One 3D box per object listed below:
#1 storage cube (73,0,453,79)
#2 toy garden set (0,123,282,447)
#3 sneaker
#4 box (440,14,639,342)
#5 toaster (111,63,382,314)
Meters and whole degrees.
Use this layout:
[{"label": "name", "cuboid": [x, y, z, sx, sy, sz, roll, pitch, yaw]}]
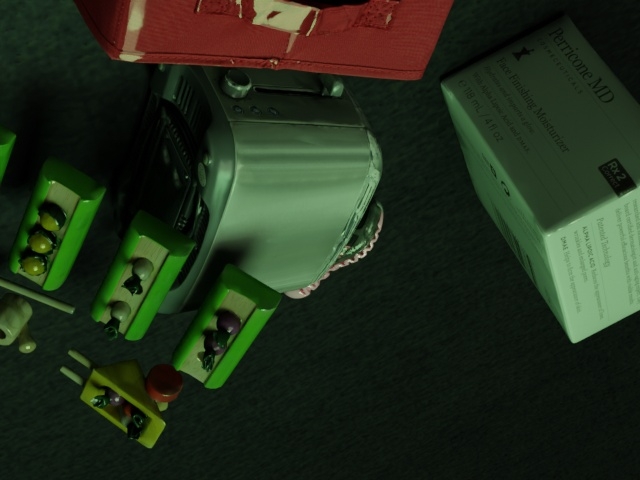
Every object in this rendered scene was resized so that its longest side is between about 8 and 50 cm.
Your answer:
[{"label": "storage cube", "cuboid": [-0.030, -0.215, 0.597, 0.183, 0.215, 0.193, -1, 130, -30]}, {"label": "toy garden set", "cuboid": [-0.176, 0.045, 0.829, 0.244, 0.049, 0.204, 31, 136, -4]}, {"label": "sneaker", "cuboid": [0.000, 0.000, 1.017, 0.119, 0.047, 0.057, -40, 130, 15]}, {"label": "box", "cuboid": [0.202, -0.047, 0.964, 0.119, 0.181, 0.182, -28, 143, 0]}, {"label": "toaster", "cuboid": [-0.056, -0.036, 0.863, 0.146, 0.129, 0.227, -6, 141, -30]}]
